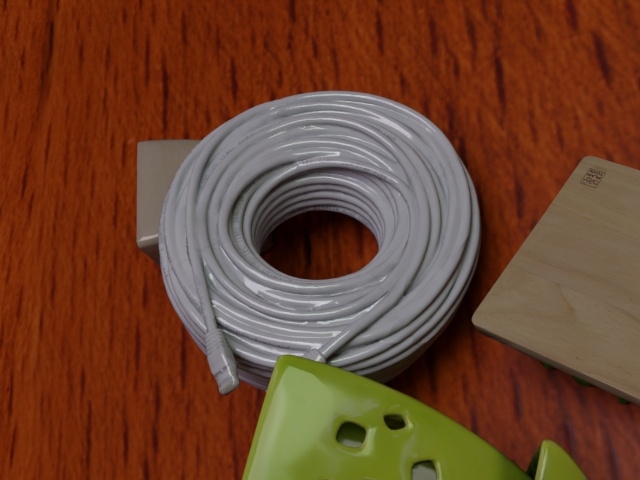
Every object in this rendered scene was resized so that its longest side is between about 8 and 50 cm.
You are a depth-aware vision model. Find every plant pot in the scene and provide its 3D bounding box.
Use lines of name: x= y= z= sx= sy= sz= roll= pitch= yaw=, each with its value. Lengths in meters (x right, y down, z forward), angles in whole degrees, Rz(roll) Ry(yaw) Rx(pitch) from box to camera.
plant pot: x=-0.099 y=-0.030 z=1.091 sx=0.096 sy=0.109 sz=0.109 roll=-12 pitch=62 yaw=15
plant pot: x=0.054 y=0.220 z=0.773 sx=0.207 sy=0.227 sz=0.228 roll=11 pitch=74 yaw=9

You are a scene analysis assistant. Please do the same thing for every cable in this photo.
cable: x=0.000 y=0.000 z=0.958 sx=0.257 sy=0.089 sz=0.257 roll=-23 pitch=58 yaw=-10

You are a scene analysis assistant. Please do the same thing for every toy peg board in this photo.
toy peg board: x=0.224 y=0.042 z=0.853 sx=0.161 sy=0.079 sz=0.160 roll=24 pitch=70 yaw=40
